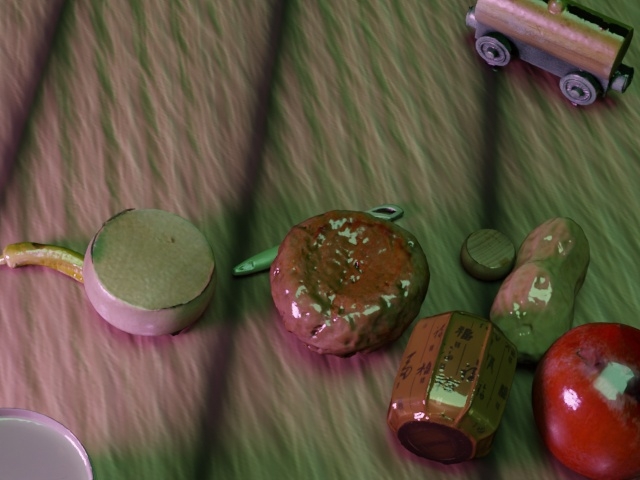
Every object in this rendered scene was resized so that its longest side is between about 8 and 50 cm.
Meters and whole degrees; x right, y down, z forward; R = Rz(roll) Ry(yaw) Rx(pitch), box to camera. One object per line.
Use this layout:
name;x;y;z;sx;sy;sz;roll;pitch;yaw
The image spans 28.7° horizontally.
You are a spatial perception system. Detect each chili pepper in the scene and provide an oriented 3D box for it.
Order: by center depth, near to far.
chili pepper;-0.366;0.035;1.800;0.208;0.043;0.049;13;39;4

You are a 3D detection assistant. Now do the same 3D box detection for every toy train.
toy train;0.390;-0.354;2.097;0.307;0.189;0.126;28;56;17

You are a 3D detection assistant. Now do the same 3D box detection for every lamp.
lamp;0.176;0.194;1.665;0.161;0.161;0.185;15;53;6

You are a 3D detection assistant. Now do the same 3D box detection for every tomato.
tomato;0.385;0.208;1.654;0.208;0.184;0.208;2;51;-3

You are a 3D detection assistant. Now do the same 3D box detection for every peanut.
peanut;0.322;0.063;1.803;0.124;0.123;0.256;21;55;10

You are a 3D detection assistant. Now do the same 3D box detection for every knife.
knife;0.000;0.001;1.881;0.293;0.019;0.043;-23;55;-23

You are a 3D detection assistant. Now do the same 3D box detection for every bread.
bread;0.038;0.065;1.770;0.230;0.123;0.230;0;54;0

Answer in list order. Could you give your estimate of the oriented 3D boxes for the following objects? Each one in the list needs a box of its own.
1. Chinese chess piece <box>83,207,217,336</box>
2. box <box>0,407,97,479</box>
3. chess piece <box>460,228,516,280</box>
Chinese chess piece;-0.240;0.045;1.763;0.189;0.083;0.188;7;54;-10
box;-0.377;0.331;1.494;0.226;0.149;0.226;4;52;-5
chess piece;0.253;0.021;1.882;0.084;0.038;0.083;5;51;-6
